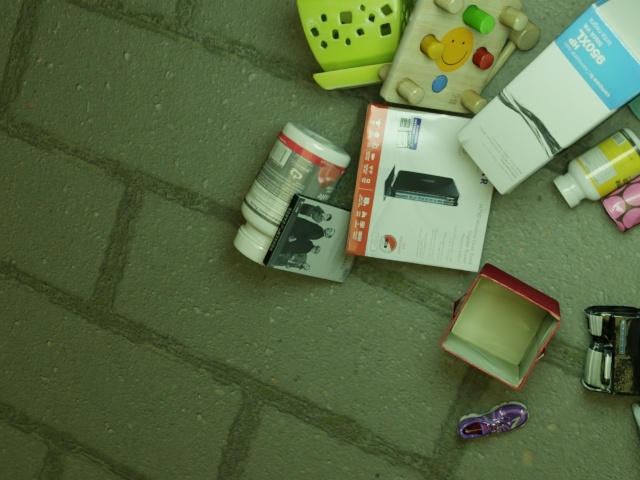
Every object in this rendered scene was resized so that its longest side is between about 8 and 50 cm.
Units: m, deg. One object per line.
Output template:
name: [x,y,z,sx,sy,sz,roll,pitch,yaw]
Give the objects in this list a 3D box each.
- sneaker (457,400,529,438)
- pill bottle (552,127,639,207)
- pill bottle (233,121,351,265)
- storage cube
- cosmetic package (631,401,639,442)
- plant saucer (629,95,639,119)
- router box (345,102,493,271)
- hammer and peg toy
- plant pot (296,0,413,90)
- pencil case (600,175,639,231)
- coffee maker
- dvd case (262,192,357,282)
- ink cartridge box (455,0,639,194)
sneaker: [0.399,0.426,1.638,0.170,0.071,0.068,-24,89,17]
pill bottle: [0.593,-0.149,1.502,0.184,0.103,0.103,-34,86,17]
pill bottle: [-0.077,-0.102,1.669,0.176,0.176,0.319,33,104,11]
storage cube: [0.394,0.178,1.550,0.215,0.193,0.184,29,103,13]
cosmetic package: [0.758,0.441,1.490,0.151,0.151,0.184,-13,93,17]
plant saucer: [0.764,-0.325,1.384,0.317,0.044,0.318,18,141,15]
router box: [0.227,-0.119,1.585,0.301,0.082,0.336,8,98,0]
hammer and peg toy: [0.305,-0.376,1.451,0.127,0.361,0.266,50,128,42]
plant pot: [0.092,-0.445,1.563,0.227,0.228,0.207,-5,100,17]
pencil case: [0.703,-0.096,1.486,0.209,0.095,0.098,-29,125,19]
coffee maker: [0.655,0.233,1.531,0.171,0.120,0.178,0,98,-7]
dvd case: [0.000,0.000,1.642,0.029,0.238,0.179,40,109,47]
ink cartridge box: [0.484,-0.289,1.336,0.166,0.285,0.395,52,144,6]
